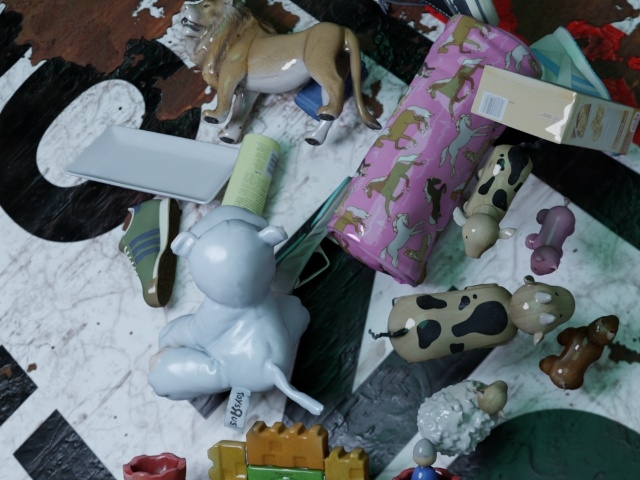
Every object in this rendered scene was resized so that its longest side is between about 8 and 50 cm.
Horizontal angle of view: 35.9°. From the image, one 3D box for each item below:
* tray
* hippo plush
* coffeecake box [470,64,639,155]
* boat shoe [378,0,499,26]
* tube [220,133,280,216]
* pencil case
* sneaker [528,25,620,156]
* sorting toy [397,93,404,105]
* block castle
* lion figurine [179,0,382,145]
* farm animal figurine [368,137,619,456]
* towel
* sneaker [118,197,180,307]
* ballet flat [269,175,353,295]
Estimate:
[{"bbox_3d":[-0.263,-0.117,1.596,0.270,0.030,0.145,13,43,21],"label":"tray"},{"bbox_3d":[-0.140,0.084,1.327,0.234,0.236,0.294,-13,22,1],"label":"hippo plush"},{"bbox_3d":[0.314,-0.171,1.306,0.142,0.186,0.068,27,107,40],"label":"coffeecake box"},{"bbox_3d":[0.098,-0.458,1.573,0.156,0.187,0.500,-43,58,3],"label":"boat shoe"},{"bbox_3d":[-0.123,-0.047,1.519,0.070,0.062,0.240,14,72,0],"label":"tube"},{"bbox_3d":[0.164,-0.129,1.398,0.160,0.167,0.386,29,86,9],"label":"pencil case"},{"bbox_3d":[0.370,-0.203,1.440,0.092,0.087,0.228,-31,57,12],"label":"sneaker"},{"bbox_3d":[0.170,-0.200,1.522,0.102,0.042,0.061,1,53,30],"label":"sorting toy"},{"bbox_3d":[-0.068,0.355,1.178,0.454,0.303,0.212,-1,98,16],"label":"block castle"},{"bbox_3d":[-0.058,-0.280,1.550,0.392,0.142,0.240,7,72,26],"label":"lion figurine"},{"bbox_3d":[0.220,0.066,1.247,0.327,0.172,0.330,-27,86,-6],"label":"farm animal figurine"},{"bbox_3d":[0.017,-0.249,1.589,0.119,0.029,0.067,-47,60,-4],"label":"towel"},{"bbox_3d":[-0.275,0.020,1.548,0.086,0.064,0.192,-5,61,13],"label":"sneaker"},{"bbox_3d":[0.000,0.000,1.481,0.068,0.072,0.213,41,84,-1],"label":"ballet flat"}]
